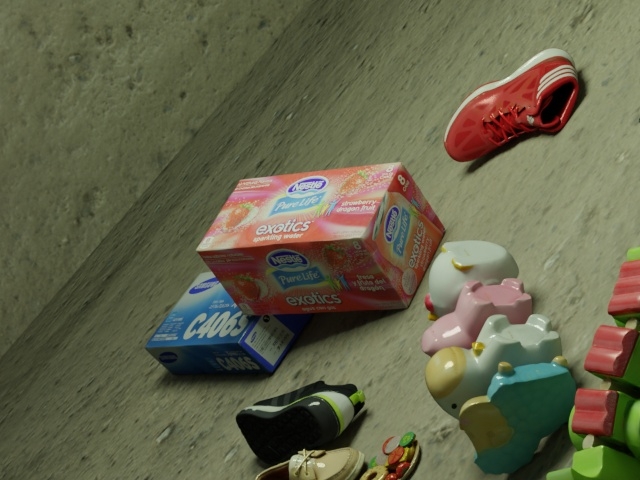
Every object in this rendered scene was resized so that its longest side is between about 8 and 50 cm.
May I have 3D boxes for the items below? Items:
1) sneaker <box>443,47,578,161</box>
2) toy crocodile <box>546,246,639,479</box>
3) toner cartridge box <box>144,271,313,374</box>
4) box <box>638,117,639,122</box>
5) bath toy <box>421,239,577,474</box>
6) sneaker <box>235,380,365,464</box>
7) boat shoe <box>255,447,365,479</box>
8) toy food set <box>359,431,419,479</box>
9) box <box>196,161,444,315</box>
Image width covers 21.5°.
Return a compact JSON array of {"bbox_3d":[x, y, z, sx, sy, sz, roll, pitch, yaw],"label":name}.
[{"bbox_3d":[0.264,-0.173,2.335,0.221,0.087,0.128,-42,19,17],"label":"sneaker"},{"bbox_3d":[0.306,0.109,1.619,0.115,0.105,0.341,-6,59,61],"label":"toy crocodile"},{"bbox_3d":[-0.135,0.123,2.611,0.165,0.075,0.348,-53,20,-23],"label":"toner cartridge box"},{"bbox_3d":[0.496,-0.203,1.941,0.183,0.059,0.232,-54,20,-20],"label":"box"},{"bbox_3d":[0.182,0.121,1.898,0.151,0.129,0.348,-2,25,-5],"label":"bath toy"},{"bbox_3d":[-0.019,0.232,2.194,0.097,0.084,0.234,-31,9,-34],"label":"sneaker"},{"bbox_3d":[-0.018,0.288,2.070,0.170,0.059,0.063,-31,25,39],"label":"boat shoe"},{"bbox_3d":[0.083,0.260,1.971,0.083,0.020,0.082,-28,27,45],"label":"toy food set"},{"bbox_3d":[0.000,0.000,2.353,0.300,0.142,0.154,-4,43,39],"label":"box"}]
